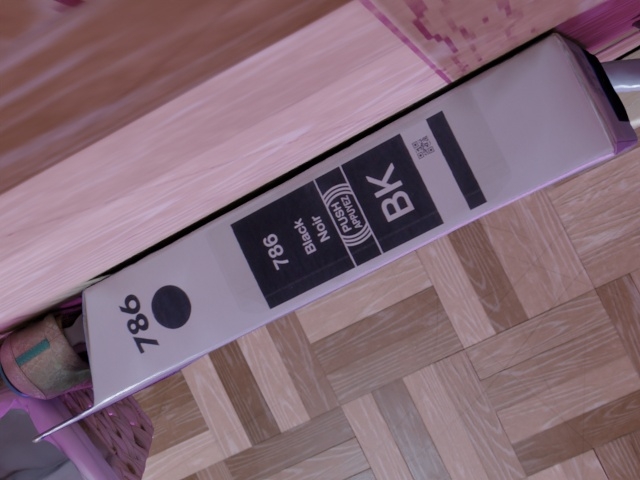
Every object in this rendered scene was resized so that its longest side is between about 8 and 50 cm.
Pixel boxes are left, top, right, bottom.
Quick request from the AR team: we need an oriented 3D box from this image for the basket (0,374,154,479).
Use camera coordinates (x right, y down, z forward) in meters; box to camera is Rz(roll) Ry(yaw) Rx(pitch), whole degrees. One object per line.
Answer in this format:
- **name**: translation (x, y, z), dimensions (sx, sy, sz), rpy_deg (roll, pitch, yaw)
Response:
- **basket**: translation (-0.203, 0.140, 0.668), dimensions (0.167, 0.113, 0.103), rpy_deg (-27, -160, 15)

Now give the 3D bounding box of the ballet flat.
- **ballet flat**: translation (-0.126, 0.059, 0.632), dimensions (0.052, 0.057, 0.168), rpy_deg (-37, 175, 16)

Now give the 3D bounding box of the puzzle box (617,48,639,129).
- **puzzle box**: translation (0.316, -0.144, 0.933), dimensions (0.409, 0.052, 0.272), rpy_deg (-24, 178, -38)

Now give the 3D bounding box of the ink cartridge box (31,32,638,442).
- **ink cartridge box**: translation (0.000, 0.000, 0.561), dimensions (0.333, 0.065, 0.165), rpy_deg (-28, 177, 20)

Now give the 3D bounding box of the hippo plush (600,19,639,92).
- **hippo plush**: translation (0.344, -0.071, 0.561), dimensions (0.294, 0.236, 0.234), rpy_deg (-26, 178, -11)
